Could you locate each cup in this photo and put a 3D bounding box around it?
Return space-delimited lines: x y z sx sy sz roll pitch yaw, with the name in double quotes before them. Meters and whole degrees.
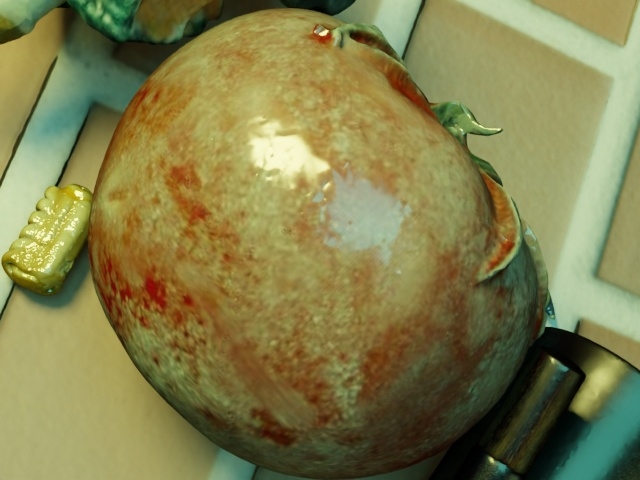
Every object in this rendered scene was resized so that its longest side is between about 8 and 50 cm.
"cup" 0.150 0.159 0.942 0.177 0.166 0.239 -47 124 -16

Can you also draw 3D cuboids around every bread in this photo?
"bread" -0.196 -0.002 0.950 0.049 0.034 0.088 23 67 3

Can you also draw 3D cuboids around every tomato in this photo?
"tomato" 0.000 0.000 0.863 0.282 0.317 0.317 -38 91 8

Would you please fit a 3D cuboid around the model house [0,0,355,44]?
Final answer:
"model house" -0.145 -0.211 0.916 0.291 0.184 0.253 -38 64 -15

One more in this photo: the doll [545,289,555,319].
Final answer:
"doll" 0.157 0.013 1.063 0.037 0.027 0.125 -27 87 -28
